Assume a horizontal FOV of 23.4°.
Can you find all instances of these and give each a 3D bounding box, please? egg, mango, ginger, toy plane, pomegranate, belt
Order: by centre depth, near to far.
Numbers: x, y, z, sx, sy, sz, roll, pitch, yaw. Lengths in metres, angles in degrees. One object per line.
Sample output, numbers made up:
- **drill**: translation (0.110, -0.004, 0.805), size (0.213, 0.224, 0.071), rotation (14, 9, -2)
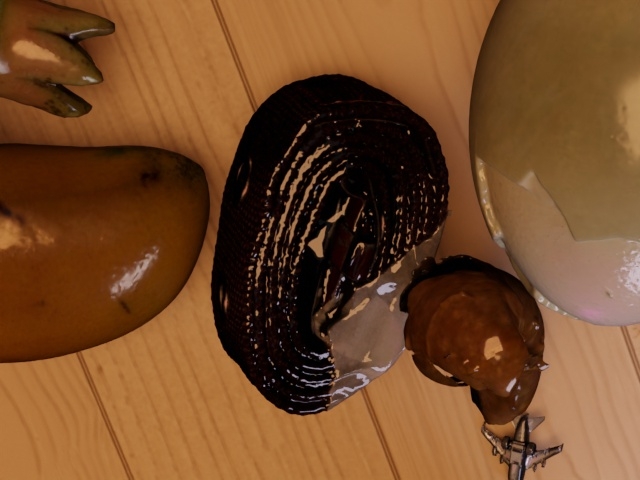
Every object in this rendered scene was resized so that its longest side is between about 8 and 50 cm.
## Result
- **egg**: translation (0.259, -0.090, 1.244), size (0.278, 0.278, 0.336), rotation (7, 105, 6)
- **ginger**: translation (0.136, 0.079, 1.305), size (0.107, 0.309, 0.133), rotation (-36, 77, 6)
- **pomegranate**: translation (-0.367, -0.164, 1.316), size (0.359, 0.309, 0.216), rotation (18, 123, -17)
- **belt**: translation (0.000, 0.000, 1.366), size (0.184, 0.164, 0.289), rotation (10, 104, -22)
- **mango**: translation (-0.252, 0.006, 1.383), size (0.317, 0.173, 0.211), rotation (-10, 122, 0)
- **toy plane**: translation (0.186, 0.199, 1.450), size (0.079, 0.031, 0.083), rotation (13, 103, 20)
